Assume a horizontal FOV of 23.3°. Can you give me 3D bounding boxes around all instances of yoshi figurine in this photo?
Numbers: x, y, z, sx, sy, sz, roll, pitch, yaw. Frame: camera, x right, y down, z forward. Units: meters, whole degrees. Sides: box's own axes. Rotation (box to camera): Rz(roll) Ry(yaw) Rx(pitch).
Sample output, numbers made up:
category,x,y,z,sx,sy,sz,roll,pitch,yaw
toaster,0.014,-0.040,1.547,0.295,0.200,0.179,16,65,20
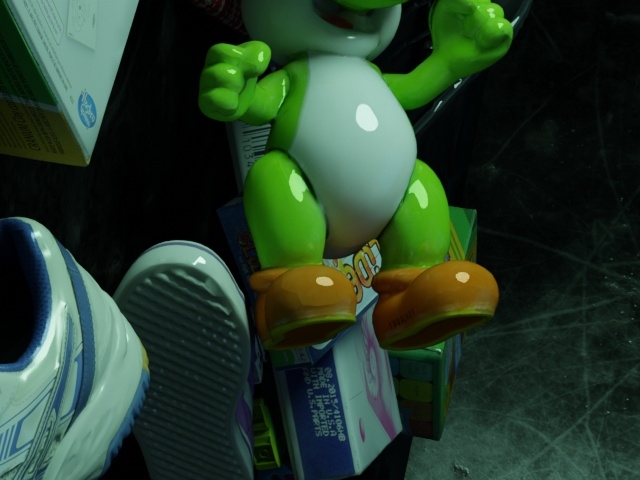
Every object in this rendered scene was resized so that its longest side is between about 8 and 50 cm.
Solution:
category,x,y,z,sx,sy,sz,roll,pitch,yaw
yoshi figurine,0.026,-0.116,1.063,0.203,0.203,0.362,29,51,-62

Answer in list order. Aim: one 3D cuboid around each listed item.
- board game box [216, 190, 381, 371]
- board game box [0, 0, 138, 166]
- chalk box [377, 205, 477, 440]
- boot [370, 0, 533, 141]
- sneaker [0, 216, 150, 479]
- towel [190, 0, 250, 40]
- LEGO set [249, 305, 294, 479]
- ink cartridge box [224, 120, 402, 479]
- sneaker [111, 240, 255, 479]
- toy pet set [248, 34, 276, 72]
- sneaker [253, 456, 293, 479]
category,x,y,z,sx,sy,sz,roll,pitch,yaw
board game box,0.000,0.000,1.233,0.201,0.035,0.136,-42,116,-56
board game box,-0.124,-0.231,0.742,0.242,0.064,0.317,78,23,-64
chalk box,0.074,0.111,1.830,0.180,0.179,0.289,86,16,-51
boot,0.119,-0.289,1.532,0.367,0.146,0.445,-59,167,-15
sneaker,-0.181,0.119,0.714,0.131,0.111,0.296,65,30,-42
towel,-0.050,-0.262,1.231,0.275,0.031,0.199,9,92,-78
LEGO set,-0.068,0.156,1.324,0.093,0.087,0.227,-75,153,-66
ink cartridge box,0.008,0.035,1.431,0.330,0.071,0.324,-15,94,-78
sneaker,-0.096,0.064,1.133,0.282,0.102,0.161,92,1,-49
toy pet set,-0.017,-0.135,1.242,0.122,0.065,0.114,-128,-159,-49
sneaker,-0.044,0.315,1.643,0.341,0.125,0.140,83,-8,-50
